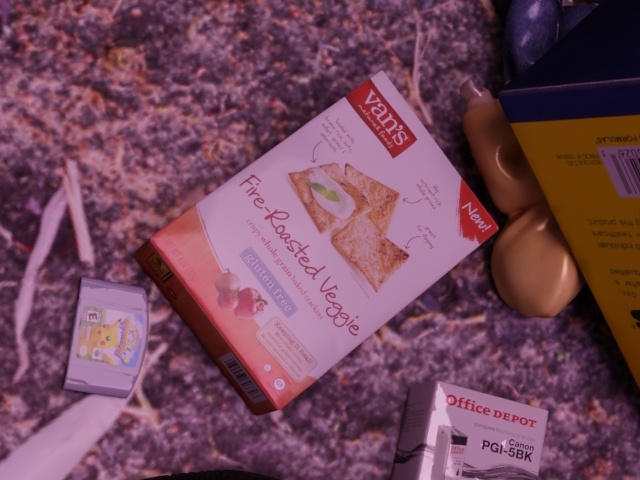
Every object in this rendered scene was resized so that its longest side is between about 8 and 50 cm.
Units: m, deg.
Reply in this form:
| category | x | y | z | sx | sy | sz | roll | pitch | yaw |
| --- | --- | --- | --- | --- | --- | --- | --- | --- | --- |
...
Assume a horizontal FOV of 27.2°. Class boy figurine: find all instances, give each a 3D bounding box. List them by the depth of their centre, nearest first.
| category | x | y | z | sx | sy | sz | roll | pitch | yaw |
| --- | --- | --- | --- | --- | --- | --- | --- | --- | --- |
| boy figurine | 0.195 | -0.075 | 1.070 | 0.177 | 0.092 | 0.285 | 7 | 77 | -17 |

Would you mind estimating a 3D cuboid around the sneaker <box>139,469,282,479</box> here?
| category | x | y | z | sx | sy | sz | roll | pitch | yaw |
| --- | --- | --- | --- | --- | --- | --- | --- | --- | --- |
| sneaker | -0.011 | 0.263 | 0.916 | 0.295 | 0.124 | 0.178 | 5 | 102 | 9 |

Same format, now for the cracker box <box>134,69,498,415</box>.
| category | x | y | z | sx | sy | sz | roll | pitch | yaw |
| --- | --- | --- | --- | --- | --- | --- | --- | --- | --- |
| cracker box | 0.000 | 0.000 | 1.000 | 0.232 | 0.067 | 0.156 | -38 | 92 | -22 |

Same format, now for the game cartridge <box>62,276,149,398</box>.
| category | x | y | z | sx | sy | sz | roll | pitch | yaw |
| --- | --- | --- | --- | --- | --- | --- | --- | --- | --- |
| game cartridge | -0.154 | 0.071 | 0.961 | 0.056 | 0.017 | 0.083 | 11 | 75 | -20 |

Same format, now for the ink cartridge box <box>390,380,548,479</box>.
| category | x | y | z | sx | sy | sz | roll | pitch | yaw |
| --- | --- | --- | --- | --- | --- | --- | --- | --- | --- |
| ink cartridge box | 0.109 | 0.183 | 1.002 | 0.099 | 0.056 | 0.135 | 16 | 74 | -14 |

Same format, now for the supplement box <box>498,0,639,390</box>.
| category | x | y | z | sx | sy | sz | roll | pitch | yaw |
| --- | --- | --- | --- | --- | --- | --- | --- | --- | --- |
| supplement box | 0.322 | -0.016 | 0.975 | 0.194 | 0.195 | 0.356 | -41 | 114 | -28 |
